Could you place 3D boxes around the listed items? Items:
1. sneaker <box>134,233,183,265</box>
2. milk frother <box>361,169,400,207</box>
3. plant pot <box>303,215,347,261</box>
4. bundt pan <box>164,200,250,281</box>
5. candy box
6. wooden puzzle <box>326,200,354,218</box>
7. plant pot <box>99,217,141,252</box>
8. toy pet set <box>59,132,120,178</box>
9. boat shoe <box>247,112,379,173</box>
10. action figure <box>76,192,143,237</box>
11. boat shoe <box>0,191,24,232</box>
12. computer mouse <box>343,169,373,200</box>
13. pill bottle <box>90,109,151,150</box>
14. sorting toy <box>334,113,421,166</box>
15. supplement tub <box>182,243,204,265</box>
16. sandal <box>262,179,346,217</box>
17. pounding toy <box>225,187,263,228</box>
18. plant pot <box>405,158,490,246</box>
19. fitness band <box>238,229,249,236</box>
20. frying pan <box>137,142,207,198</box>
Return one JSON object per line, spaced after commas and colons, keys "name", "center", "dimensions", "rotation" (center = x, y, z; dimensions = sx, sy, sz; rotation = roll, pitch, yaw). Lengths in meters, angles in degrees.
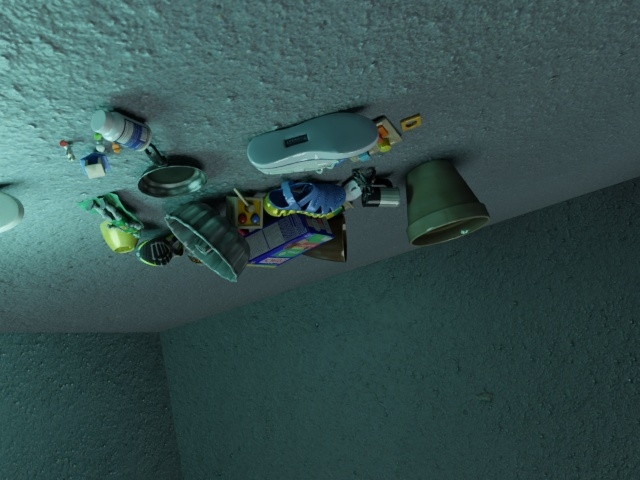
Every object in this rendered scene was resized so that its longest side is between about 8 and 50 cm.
{"name": "sneaker", "center": [-0.619, 0.041, 1.719], "dimensions": [0.121, 0.111, 0.300], "rotation": [-10, -177, 7]}
{"name": "milk frother", "center": [0.237, -0.195, 1.751], "dimensions": [0.135, 0.129, 0.143], "rotation": [0, 169, -11]}
{"name": "plant pot", "center": [0.000, 0.000, 2.133], "dimensions": [0.231, 0.215, 0.215], "rotation": [-3, 166, 7]}
{"name": "bundt pan", "center": [-0.372, -0.010, 1.582], "dimensions": [0.124, 0.331, 0.331], "rotation": [-50, 176, -20]}
{"name": "candy box", "center": [-0.143, -0.003, 1.864], "dimensions": [0.317, 0.122, 0.268], "rotation": [-25, 167, 19]}
{"name": "wooden puzzle", "center": [0.010, -0.125, 1.952], "dimensions": [0.239, 0.044, 0.221], "rotation": [-19, 164, 15]}
{"name": "plant pot", "center": [-0.684, -0.013, 1.586], "dimensions": [0.134, 0.095, 0.134], "rotation": [-15, 164, -4]}
{"name": "toy pet set", "center": [-0.550, -0.216, 1.118], "dimensions": [0.122, 0.065, 0.114], "rotation": [-14, 130, -15]}
{"name": "boat shoe", "center": [-0.014, -0.253, 1.320], "dimensions": [0.367, 0.135, 0.156], "rotation": [-14, 164, 5]}
{"name": "action figure", "center": [-0.640, -0.066, 1.460], "dimensions": [0.137, 0.063, 0.232], "rotation": [-6, 157, 11]}
{"name": "boat shoe", "center": [-0.930, -0.048, 1.219], "dimensions": [0.341, 0.127, 0.158], "rotation": [-7, 171, -2]}
{"name": "computer mouse", "center": [0.125, -0.191, 1.740], "dimensions": [0.042, 0.106, 0.193], "rotation": [-35, 179, -26]}
{"name": "pill bottle", "center": [-0.449, -0.250, 1.036], "dimensions": [0.067, 0.067, 0.120], "rotation": [-22, 163, 24]}
{"name": "sorting toy", "center": [0.158, -0.305, 1.458], "dimensions": [0.348, 0.047, 0.196], "rotation": [-22, 163, 22]}
{"name": "supplement tub", "center": [-0.493, 0.027, 1.865], "dimensions": [0.117, 0.116, 0.190], "rotation": [-13, 164, -8]}
{"name": "sandal", "center": [-0.042, -0.158, 1.655], "dimensions": [0.318, 0.126, 0.138], "rotation": [-9, 159, -27]}
{"name": "pounding toy", "center": [-0.266, -0.112, 1.599], "dimensions": [0.130, 0.141, 0.100], "rotation": [-3, -172, -38]}
{"name": "plant pot", "center": [0.471, -0.157, 1.837], "dimensions": [0.323, 0.280, 0.323], "rotation": [-15, 165, -4]}
{"name": "fitness band", "center": [-0.378, 0.023, 1.895], "dimensions": [0.209, 0.054, 0.291], "rotation": [-51, 173, -17]}
{"name": "frying pan", "center": [-0.452, -0.190, 1.275], "dimensions": [0.197, 0.053, 0.326], "rotation": [-20, 162, 15]}
